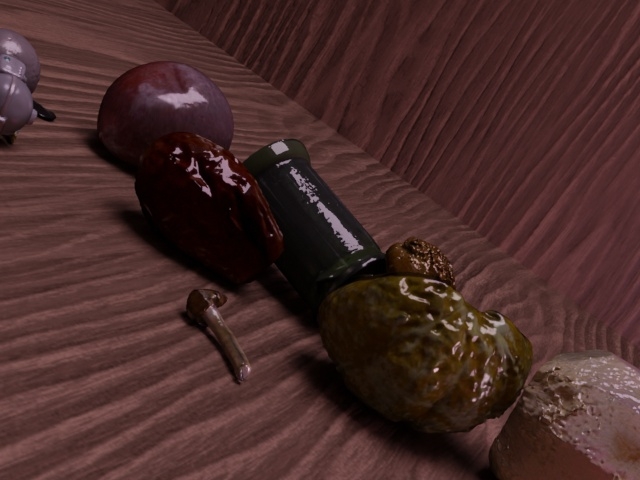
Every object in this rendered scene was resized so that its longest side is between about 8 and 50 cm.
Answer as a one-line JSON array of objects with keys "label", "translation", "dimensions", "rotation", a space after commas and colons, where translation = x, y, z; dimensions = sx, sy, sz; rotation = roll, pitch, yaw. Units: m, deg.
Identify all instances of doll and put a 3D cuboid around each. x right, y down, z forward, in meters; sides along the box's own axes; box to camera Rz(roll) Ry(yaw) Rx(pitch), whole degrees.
[{"label": "doll", "translation": [-0.554, -0.269, 1.920], "dimensions": [0.151, 0.151, 0.287], "rotation": [26, 19, -29]}]

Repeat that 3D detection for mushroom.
[{"label": "mushroom", "translation": [-0.143, 0.136, 1.636], "dimensions": [0.060, 0.061, 0.187], "rotation": [26, 19, -48]}]

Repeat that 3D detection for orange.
[{"label": "orange", "translation": [0.169, 0.192, 1.762], "dimensions": [0.369, 0.271, 0.210], "rotation": [27, 56, -20]}]

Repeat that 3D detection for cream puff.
[{"label": "cream puff", "translation": [0.175, 0.073, 1.906], "dimensions": [0.150, 0.115, 0.165], "rotation": [-83, 159, -68]}]

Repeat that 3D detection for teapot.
[{"label": "teapot", "translation": [0.000, 0.000, 2.061], "dimensions": [0.337, 0.200, 0.270], "rotation": [51, 18, 24]}]

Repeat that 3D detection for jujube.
[{"label": "jujube", "translation": [-0.193, -0.055, 1.908], "dimensions": [0.290, 0.197, 0.197], "rotation": [47, 13, -3]}]

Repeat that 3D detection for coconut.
[{"label": "coconut", "translation": [0.459, 0.344, 1.792], "dimensions": [0.309, 0.297, 0.297], "rotation": [33, 13, 20]}]

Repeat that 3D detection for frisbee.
[{"label": "frisbee", "translation": [-0.610, -0.303, 2.170], "dimensions": [0.211, 0.012, 0.187], "rotation": [29, 14, -18]}]

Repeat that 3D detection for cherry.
[{"label": "cherry", "translation": [-0.315, -0.243, 2.216], "dimensions": [0.261, 0.221, 0.307], "rotation": [39, 33, 30]}]
